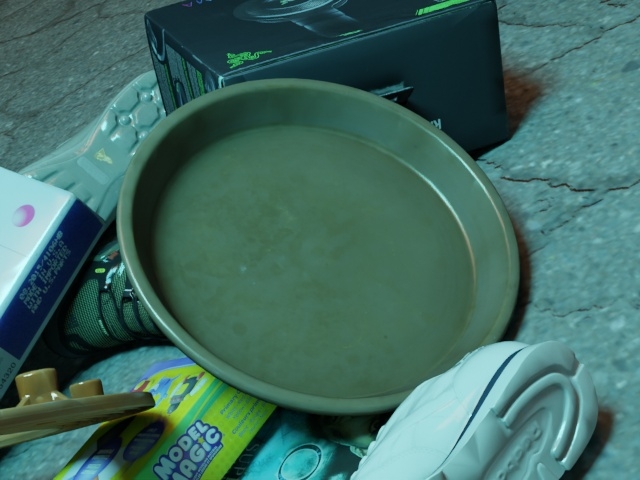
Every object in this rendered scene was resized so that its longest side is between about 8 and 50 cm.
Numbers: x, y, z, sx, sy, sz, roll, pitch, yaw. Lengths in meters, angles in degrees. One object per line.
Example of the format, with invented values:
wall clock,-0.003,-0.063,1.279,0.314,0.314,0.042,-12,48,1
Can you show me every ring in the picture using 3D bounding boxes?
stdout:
ring,-0.263,0.118,0.592,0.336,0.032,0.336,-13,-8,-2

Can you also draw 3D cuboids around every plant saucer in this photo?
plant saucer,0.000,0.000,0.710,0.277,0.041,0.278,8,53,-10

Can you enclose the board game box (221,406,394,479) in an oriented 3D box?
board game box,-0.032,0.177,0.626,0.126,0.026,0.186,-4,38,36

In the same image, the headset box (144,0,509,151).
headset box,-0.001,-0.147,0.932,0.246,0.131,0.283,-18,28,-14

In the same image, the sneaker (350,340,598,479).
sneaker,0.051,0.144,0.568,0.235,0.090,0.094,-39,19,-24

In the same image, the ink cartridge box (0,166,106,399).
ink cartridge box,-0.392,0.064,0.874,0.330,0.071,0.324,18,71,27

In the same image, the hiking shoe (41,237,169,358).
hiking shoe,-0.130,0.043,0.851,0.226,0.086,0.114,-26,27,2

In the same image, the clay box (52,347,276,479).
clay box,-0.133,0.168,0.666,0.127,0.053,0.222,-17,27,52

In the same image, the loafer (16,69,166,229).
loafer,-0.254,-0.050,1.098,0.319,0.112,0.111,-45,-2,-24
